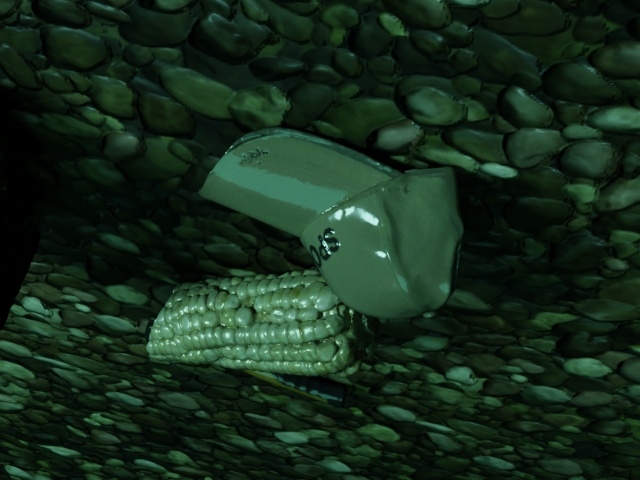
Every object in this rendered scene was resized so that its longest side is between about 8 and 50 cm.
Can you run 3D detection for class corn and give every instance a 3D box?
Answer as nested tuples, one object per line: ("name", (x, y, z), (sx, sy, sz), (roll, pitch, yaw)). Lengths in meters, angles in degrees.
("corn", (-0.051, 0.062, 0.929), (0.210, 0.087, 0.087), (1, 150, 32))

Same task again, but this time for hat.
("hat", (0.000, 0.000, 0.785), (0.175, 0.085, 0.147), (16, 152, -8))

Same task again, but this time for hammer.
("hammer", (-0.068, 0.115, 1.084), (0.201, 0.021, 0.078), (22, 150, -14))

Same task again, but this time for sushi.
("sushi", (-0.270, -0.018, 0.823), (0.124, 0.127, 0.225), (13, 145, 0))
